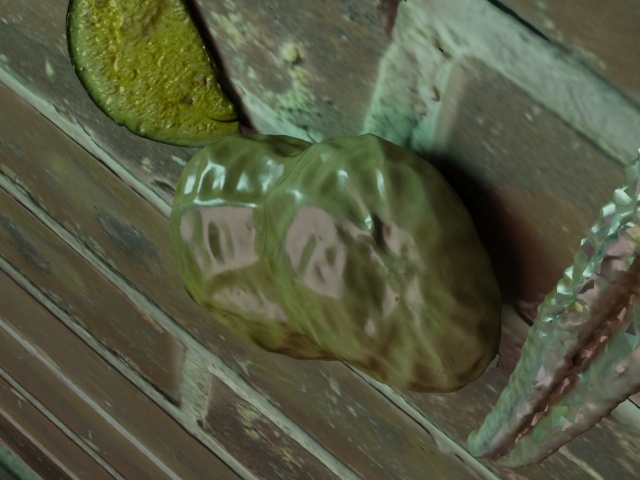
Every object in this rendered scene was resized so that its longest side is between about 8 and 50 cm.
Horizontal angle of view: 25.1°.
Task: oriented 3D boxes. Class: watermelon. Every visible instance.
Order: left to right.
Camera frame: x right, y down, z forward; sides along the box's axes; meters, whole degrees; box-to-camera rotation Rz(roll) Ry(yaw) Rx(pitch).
[{"bbox_3d":[-0.121,-0.143,0.982,0.092,0.075,0.181,-16,130,13],"label":"watermelon"}]

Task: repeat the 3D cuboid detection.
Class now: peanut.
[{"bbox_3d":[0.005,0.015,0.923,0.233,0.110,0.197,10,139,44],"label":"peanut"}]

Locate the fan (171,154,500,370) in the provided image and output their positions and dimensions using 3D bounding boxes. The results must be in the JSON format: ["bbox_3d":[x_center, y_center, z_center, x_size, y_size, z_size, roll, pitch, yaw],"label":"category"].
[{"bbox_3d":[-0.001,0.001,1.047,0.310,0.010,0.182,28,151,31],"label":"fan"}]

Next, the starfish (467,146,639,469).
[{"bbox_3d":[0.138,-0.019,0.326,0.398,0.132,0.384,21,126,31],"label":"starfish"}]
